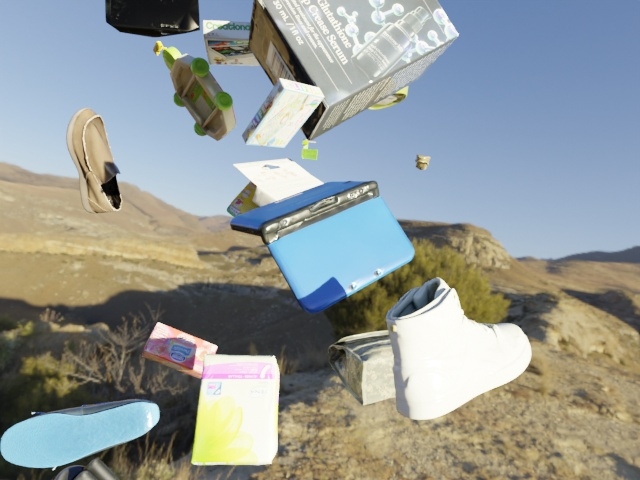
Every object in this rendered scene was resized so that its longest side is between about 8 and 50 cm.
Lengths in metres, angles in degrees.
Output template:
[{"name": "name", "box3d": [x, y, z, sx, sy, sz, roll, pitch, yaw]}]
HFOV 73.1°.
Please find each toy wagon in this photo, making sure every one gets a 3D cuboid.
[{"name": "toy wagon", "box3d": [-0.409, -0.496, 1.408, 0.344, 0.068, 0.267, 56, -29, -13]}]

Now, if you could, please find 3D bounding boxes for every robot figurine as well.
[{"name": "robot figurine", "box3d": [-0.636, 0.675, 1.058, 0.173, 0.278, 0.209, 45, -3, 36]}]

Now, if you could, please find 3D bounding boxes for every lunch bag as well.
[{"name": "lunch bag", "box3d": [0.177, 0.392, 1.425, 0.235, 0.169, 0.287, -3, 7, -22]}]

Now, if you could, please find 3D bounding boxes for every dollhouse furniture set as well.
[{"name": "dollhouse furniture set", "box3d": [-0.041, -0.342, 1.634, 0.058, 0.076, 0.152, 5, 19, -2]}]

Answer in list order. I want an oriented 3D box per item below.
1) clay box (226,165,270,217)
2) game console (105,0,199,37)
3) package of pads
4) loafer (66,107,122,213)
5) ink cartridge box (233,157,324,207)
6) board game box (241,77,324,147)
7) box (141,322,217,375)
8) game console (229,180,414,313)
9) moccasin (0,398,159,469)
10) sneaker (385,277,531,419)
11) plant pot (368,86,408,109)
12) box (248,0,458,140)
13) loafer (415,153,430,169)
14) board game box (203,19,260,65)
[{"name": "clay box", "box3d": [-0.220, -0.147, 1.550, 0.127, 0.222, 0.053, 37, -15, 7]}, {"name": "game console", "box3d": [-0.410, -0.668, 1.050, 0.213, 0.362, 0.044, -3, -8, -15]}, {"name": "package of pads", "box3d": [-0.235, 0.485, 1.253, 0.229, 0.297, 0.101, 2, -26, -4]}, {"name": "loafer", "box3d": [-0.718, -0.252, 1.422, 0.130, 0.366, 0.134, 12, 35, 7]}, {"name": "ink cartridge box", "box3d": [-0.120, -0.182, 1.486, 0.261, 0.066, 0.296, 38, 33, 23]}, {"name": "board game box", "box3d": [-0.077, -0.248, 0.864, 0.103, 0.026, 0.154, -6, -28, -45]}, {"name": "box", "box3d": [-0.557, 0.438, 1.707, 0.256, 0.123, 0.128, 27, -32, -14]}, {"name": "game console", "box3d": [0.002, -0.005, 0.906, 0.293, 0.174, 0.250, -24, 19, -30]}, {"name": "moccasin", "box3d": [-0.572, 0.472, 1.060, 0.341, 0.138, 0.117, -2, -11, -13]}, {"name": "sneaker", "box3d": [0.220, 0.134, 0.662, 0.292, 0.169, 0.108, -12, 3, -37]}, {"name": "plant pot", "box3d": [0.175, -0.582, 1.370, 0.274, 0.294, 0.275, -12, -2, 0]}, {"name": "box", "box3d": [0.072, -0.487, 1.056, 0.395, 0.294, 0.212, -33, 1, -16]}, {"name": "loafer", "box3d": [0.404, -0.307, 1.709, 0.056, 0.050, 0.148, 15, 7, 19]}, {"name": "board game box", "box3d": [-0.171, -0.556, 1.234, 0.305, 0.053, 0.193, -3, 3, -11]}]
